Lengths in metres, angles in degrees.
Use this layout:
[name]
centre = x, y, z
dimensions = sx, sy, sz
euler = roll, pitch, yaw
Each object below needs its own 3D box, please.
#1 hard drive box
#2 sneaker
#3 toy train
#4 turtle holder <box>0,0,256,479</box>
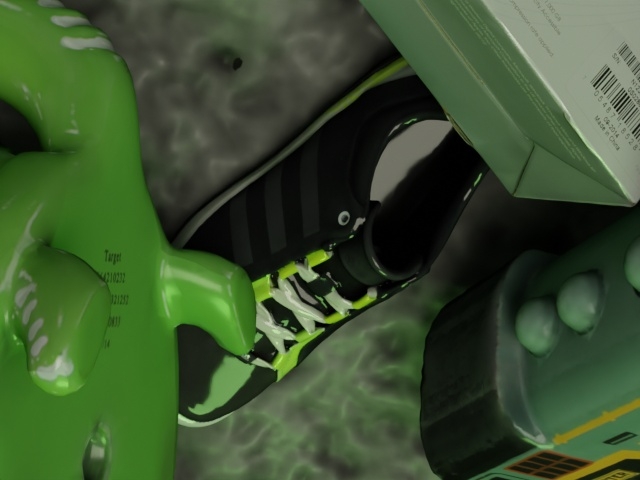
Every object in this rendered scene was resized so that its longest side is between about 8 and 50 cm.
[hard drive box]
centre = 0.126, -0.159, 0.791
dimensions = 0.232, 0.089, 0.181
euler = -48, 116, -19
[sneaker]
centre = 0.000, 0.000, 0.860
dimensions = 0.084, 0.097, 0.235
euler = 38, 98, -23
[toy train]
centre = 0.184, 0.050, 0.827
dimensions = 0.190, 0.334, 0.142
euler = 13, 67, -20
[turtle holder]
centre = -0.170, 0.054, 0.761
dimensions = 0.227, 0.243, 0.320
euler = 4, 116, 16
